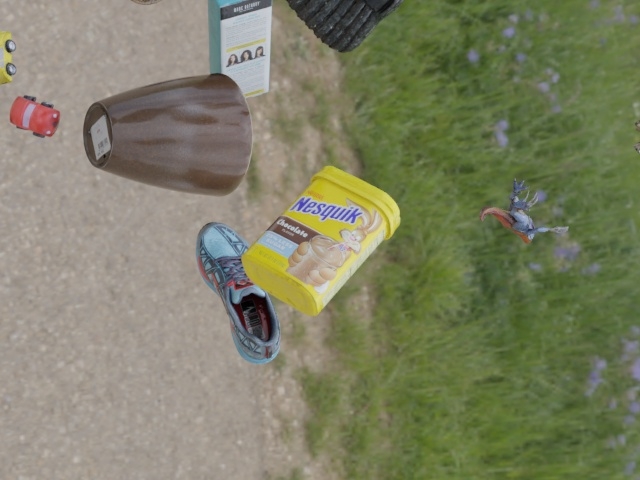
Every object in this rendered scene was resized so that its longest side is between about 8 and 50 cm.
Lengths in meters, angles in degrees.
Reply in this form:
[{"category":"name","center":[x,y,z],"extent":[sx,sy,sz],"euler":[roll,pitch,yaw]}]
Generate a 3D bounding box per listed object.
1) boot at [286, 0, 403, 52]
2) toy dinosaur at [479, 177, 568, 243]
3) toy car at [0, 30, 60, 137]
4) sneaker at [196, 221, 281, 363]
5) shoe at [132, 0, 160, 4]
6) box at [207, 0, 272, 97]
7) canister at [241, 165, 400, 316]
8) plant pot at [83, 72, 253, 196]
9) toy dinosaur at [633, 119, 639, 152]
[{"category":"boot","center":[0.025,-0.457,1.296],"extent":[0.131,0.260,0.348],"euler":[-27,88,-55]},{"category":"toy dinosaur","center":[0.189,-0.022,0.926],"extent":[0.082,0.090,0.047],"euler":[83,-6,-54]},{"category":"toy car","center":[-0.592,-0.231,1.704],"extent":[0.239,0.225,0.053],"euler":[56,19,18]},{"category":"sneaker","center":[-0.128,0.077,1.632],"extent":[0.104,0.125,0.262],"euler":[-24,81,-16]},{"category":"shoe","center":[-0.342,-0.532,1.971],"extent":[0.058,0.076,0.219],"euler":[35,29,16]},{"category":"box","center":[-0.146,-0.357,1.727],"extent":[0.060,0.100,0.244],"euler":[58,-22,29]},{"category":"canister","center":[0.000,0.000,1.184],"extent":[0.170,0.126,0.073],"euler":[-48,151,-27]},{"category":"plant pot","center":[-0.268,-0.175,1.605],"extent":[0.230,0.215,0.215],"euler":[-6,83,-39]},{"category":"toy dinosaur","center":[0.393,-0.125,1.032],"extent":[0.053,0.092,0.183],"euler":[57,0,-21]}]
